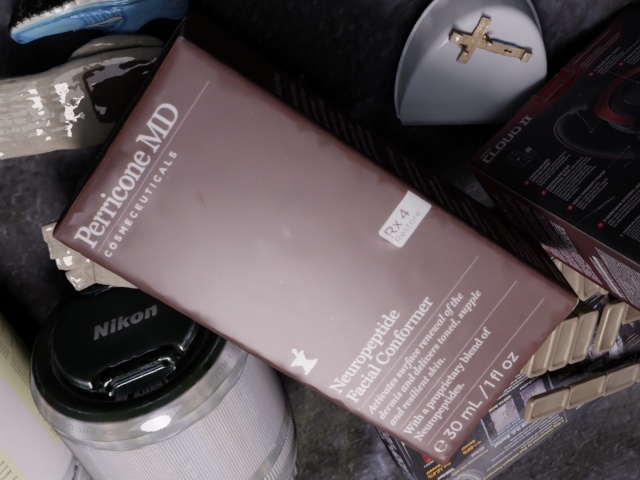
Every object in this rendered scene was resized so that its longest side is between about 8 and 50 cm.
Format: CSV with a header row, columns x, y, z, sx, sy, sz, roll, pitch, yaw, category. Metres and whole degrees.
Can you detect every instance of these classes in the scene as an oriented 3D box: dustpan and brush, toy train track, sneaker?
x,y,z,sx,sy,sz,roll,pitch,yaw,category
0.147,-0.205,0.923,0.147,0.060,0.211,-3,135,-14,dustpan and brush
0.151,-0.168,0.906,0.083,0.014,0.048,8,132,-25,toy train track
-0.187,-0.191,0.883,0.162,0.063,0.073,-14,132,4,sneaker

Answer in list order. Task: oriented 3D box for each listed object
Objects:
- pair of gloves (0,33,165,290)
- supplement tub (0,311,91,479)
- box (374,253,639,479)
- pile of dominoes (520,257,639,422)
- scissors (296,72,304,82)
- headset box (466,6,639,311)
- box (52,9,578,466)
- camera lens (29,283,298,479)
x,y,z,sx,sy,sz,roll,pitch,yaw,category
-0.174,-0.066,0.929,0.204,0.042,0.240,-16,121,3,pair of gloves
-0.393,0.175,1.036,0.235,0.235,0.325,-18,128,8,supplement tub
0.192,0.119,1.093,0.307,0.076,0.242,-34,128,-9,box
0.293,0.073,1.066,0.251,0.040,0.196,-11,121,-36,pile of dominoes
-0.053,-0.035,1.051,0.109,0.021,0.297,24,121,-20,scissors
0.285,-0.069,0.884,0.218,0.293,0.110,-44,126,-4,headset box
0.000,0.000,0.855,0.381,0.143,0.191,32,105,-12,box
-0.150,0.166,1.058,0.219,0.219,0.274,-15,135,5,camera lens
